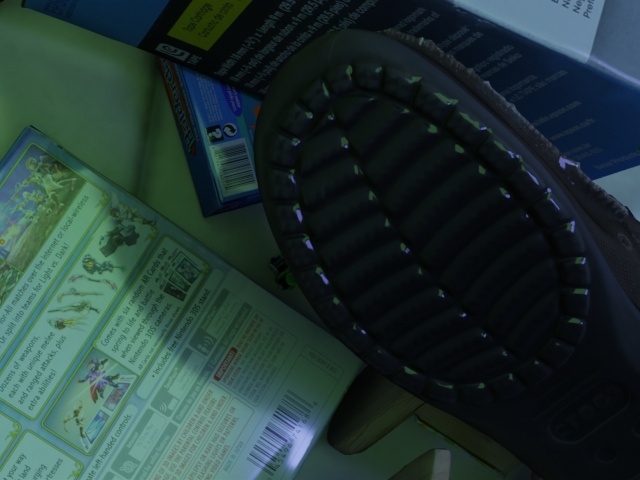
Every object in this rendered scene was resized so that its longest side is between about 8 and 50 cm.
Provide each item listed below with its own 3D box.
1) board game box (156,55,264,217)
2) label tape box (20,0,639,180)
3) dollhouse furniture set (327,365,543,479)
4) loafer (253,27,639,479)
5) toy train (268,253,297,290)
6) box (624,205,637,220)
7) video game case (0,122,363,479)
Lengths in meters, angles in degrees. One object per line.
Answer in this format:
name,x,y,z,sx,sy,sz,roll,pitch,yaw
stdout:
board game box,0.005,-0.118,0.877,0.210,0.047,0.160,-15,87,-19
label tape box,0.028,-0.138,0.733,0.333,0.240,0.106,21,77,-15
dollhouse furniture set,0.123,0.303,0.782,0.362,0.256,0.394,35,42,-13
loafer,0.108,0.028,0.708,0.366,0.134,0.130,46,26,-20
toy train,0.000,0.000,0.877,0.083,0.017,0.024,-41,87,-19
box,0.211,0.075,0.933,0.116,0.029,0.162,-39,97,-20
video game case,-0.144,0.113,0.787,0.244,0.061,0.269,36,73,-13
